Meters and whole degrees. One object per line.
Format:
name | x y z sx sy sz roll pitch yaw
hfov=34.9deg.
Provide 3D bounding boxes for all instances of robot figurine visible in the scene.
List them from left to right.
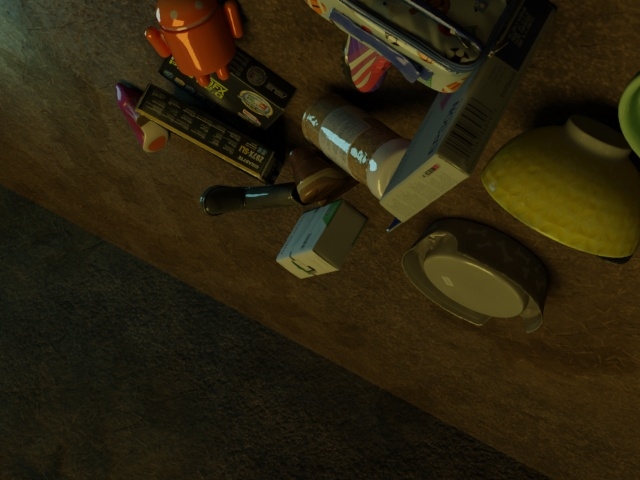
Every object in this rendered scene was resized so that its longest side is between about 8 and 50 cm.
robot figurine | -0.245 -0.408 1.980 0.158 0.128 0.219 11 139 32

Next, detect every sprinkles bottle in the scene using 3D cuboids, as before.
sprinkles bottle | 0.083 -0.176 1.923 0.121 0.121 0.355 46 179 -34

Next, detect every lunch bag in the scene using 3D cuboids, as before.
lunch bag | 0.137 -0.361 1.455 0.303 0.243 0.115 32 159 -2

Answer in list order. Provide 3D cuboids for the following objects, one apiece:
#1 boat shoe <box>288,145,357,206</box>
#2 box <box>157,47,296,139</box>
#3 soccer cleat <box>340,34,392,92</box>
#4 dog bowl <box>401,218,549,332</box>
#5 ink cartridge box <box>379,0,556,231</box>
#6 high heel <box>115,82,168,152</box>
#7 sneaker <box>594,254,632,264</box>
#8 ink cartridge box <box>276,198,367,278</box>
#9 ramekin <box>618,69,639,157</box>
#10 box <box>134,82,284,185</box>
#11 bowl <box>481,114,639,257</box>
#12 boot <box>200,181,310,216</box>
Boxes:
boat shoe | 0.004 -0.152 2.189 0.123 0.123 0.342 58 -165 6
box | -0.206 -0.343 2.192 0.270 0.060 0.216 34 159 -11
soccer cleat | 0.103 -0.348 1.728 0.116 0.109 0.318 20 154 15
dog bowl | 0.363 0.078 2.334 0.348 0.102 0.349 26 158 12
ink cartridge box | 0.210 -0.195 1.616 0.071 0.324 0.330 33 158 -8
high heel | -0.462 -0.312 2.610 0.117 0.082 0.244 55 179 18
sneaker | 0.471 -0.056 1.935 0.283 0.107 0.124 36 173 -4
ink cartridge box | 0.000 0.000 2.552 0.092 0.160 0.219 37 159 -17
ramekin | 0.579 -0.192 1.387 0.303 0.148 0.303 26 158 11
box | -0.246 -0.237 2.343 0.322 0.079 0.257 29 -178 3
bowl | 0.431 -0.115 1.695 0.289 0.289 0.156 27 117 8
boot | -0.139 -0.093 2.287 0.208 0.189 0.076 7 108 38
